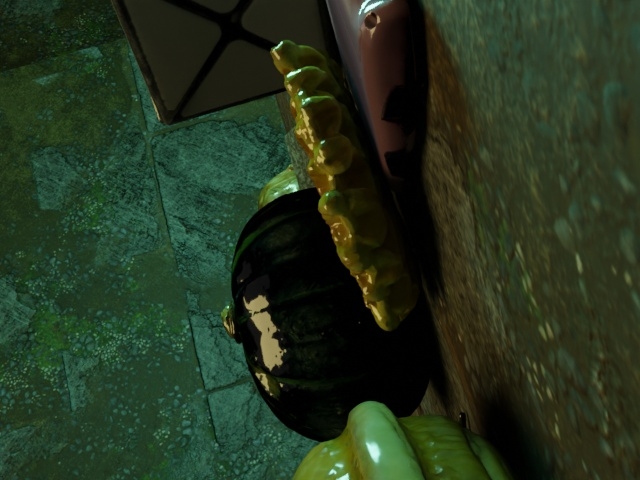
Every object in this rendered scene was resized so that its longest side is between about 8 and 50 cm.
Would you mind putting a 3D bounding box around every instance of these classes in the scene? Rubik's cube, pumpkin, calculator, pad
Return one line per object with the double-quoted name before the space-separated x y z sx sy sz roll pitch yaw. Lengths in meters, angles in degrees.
"Rubik's cube" -0.134 -0.338 1.076 0.255 0.259 0.260 75 174 -52
"pumpkin" -0.002 0.090 1.060 0.315 0.238 0.315 -14 -90 -88
"calculator" 0.040 -0.157 0.738 0.294 0.043 0.194 75 177 -66
"pad" 0.009 -0.109 1.181 0.235 0.003 0.158 -34 71 65

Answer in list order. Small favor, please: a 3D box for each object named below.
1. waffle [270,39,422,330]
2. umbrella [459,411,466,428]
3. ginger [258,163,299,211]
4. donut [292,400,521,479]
"waffle" 0.033 -0.064 0.873 0.283 0.065 0.310 -89 -21 -68
"umbrella" 0.170 0.292 0.963 0.044 0.044 0.269 -64 -25 -54
"ginger" -0.001 -0.005 1.550 0.274 0.152 0.357 54 -179 -10
"donut" 0.107 0.347 0.709 0.449 0.198 0.449 164 90 -88
